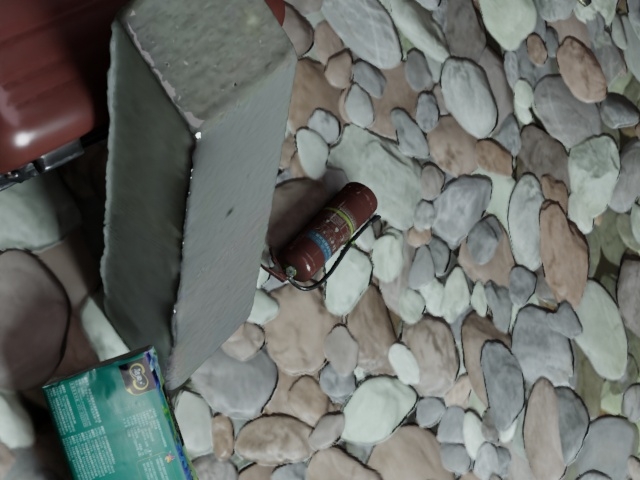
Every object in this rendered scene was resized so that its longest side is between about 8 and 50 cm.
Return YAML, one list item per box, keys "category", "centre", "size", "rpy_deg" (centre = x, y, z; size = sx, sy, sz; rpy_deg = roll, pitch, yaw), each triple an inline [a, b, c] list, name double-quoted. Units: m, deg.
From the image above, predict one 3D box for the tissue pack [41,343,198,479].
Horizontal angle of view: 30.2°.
- category: "tissue pack"
  centre: [-0.146, 0.142, 0.877]
  size: [0.085, 0.079, 0.111]
  rpy_deg: [-19, 93, -4]

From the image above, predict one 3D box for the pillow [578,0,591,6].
- category: "pillow"
  centre: [0.219, -0.457, 1.258]
  size: [0.312, 0.119, 0.310]
  rpy_deg: [33, 59, -30]

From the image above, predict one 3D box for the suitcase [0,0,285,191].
- category: "suitcase"
  centre: [-0.190, -0.185, 0.843]
  size: [0.297, 0.161, 0.236]
  rpy_deg: [-33, 103, -38]

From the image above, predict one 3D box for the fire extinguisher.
- category: "fire extinguisher"
  centre: [0.000, 0.000, 1.045]
  size: [0.056, 0.039, 0.132]
  rpy_deg: [50, 54, -9]

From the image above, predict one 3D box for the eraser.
- category: "eraser"
  centre: [-0.092, -0.034, 0.843]
  size: [0.077, 0.353, 0.111]
  rpy_deg: [33, 52, 16]
